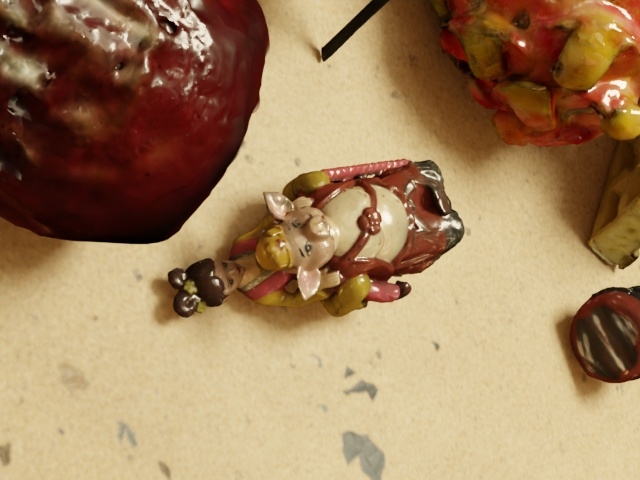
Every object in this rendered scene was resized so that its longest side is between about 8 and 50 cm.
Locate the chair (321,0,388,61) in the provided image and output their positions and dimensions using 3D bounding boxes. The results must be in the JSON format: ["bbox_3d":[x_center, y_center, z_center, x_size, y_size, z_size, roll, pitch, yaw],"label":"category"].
[{"bbox_3d":[0.018,-0.275,1.266,0.158,0.247,0.172,12,68,-39],"label":"chair"}]

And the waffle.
[{"bbox_3d":[0.349,-0.118,1.528,0.055,0.248,0.221,26,56,-7],"label":"waffle"}]

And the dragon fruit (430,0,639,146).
[{"bbox_3d":[0.245,-0.209,1.427,0.314,0.296,0.263,18,66,-28],"label":"dragon fruit"}]

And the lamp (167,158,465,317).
[{"bbox_3d":[0.000,0.000,1.245,0.253,0.118,0.118,-11,82,-46],"label":"lamp"}]

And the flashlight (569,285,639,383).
[{"bbox_3d":[0.332,0.070,1.547,0.232,0.093,0.093,-16,86,-48],"label":"flashlight"}]

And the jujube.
[{"bbox_3d":[-0.195,-0.163,1.045,0.377,0.258,0.258,50,48,-28],"label":"jujube"}]
